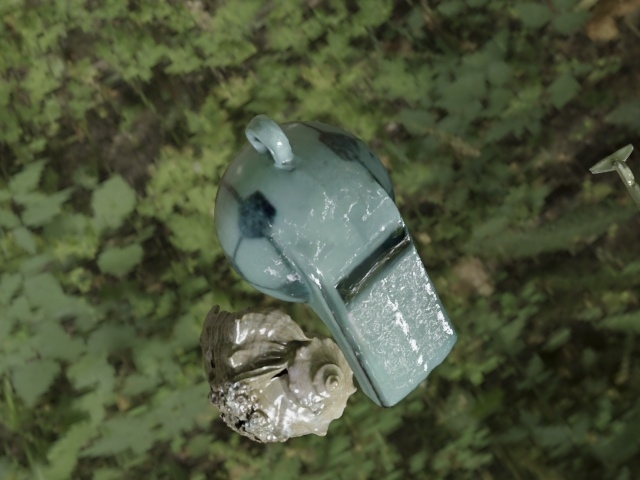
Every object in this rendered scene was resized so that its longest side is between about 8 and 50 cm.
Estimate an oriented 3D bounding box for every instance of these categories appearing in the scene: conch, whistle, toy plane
[{"bbox_3d":[-0.070,0.153,1.767,0.163,0.245,0.178,-25,106,-33],"label":"conch"},{"bbox_3d":[0.000,0.000,1.235,0.163,0.163,0.289,-29,134,-2],"label":"whistle"},{"bbox_3d":[0.428,0.008,1.808,0.092,0.286,0.108,-31,165,9],"label":"toy plane"}]
